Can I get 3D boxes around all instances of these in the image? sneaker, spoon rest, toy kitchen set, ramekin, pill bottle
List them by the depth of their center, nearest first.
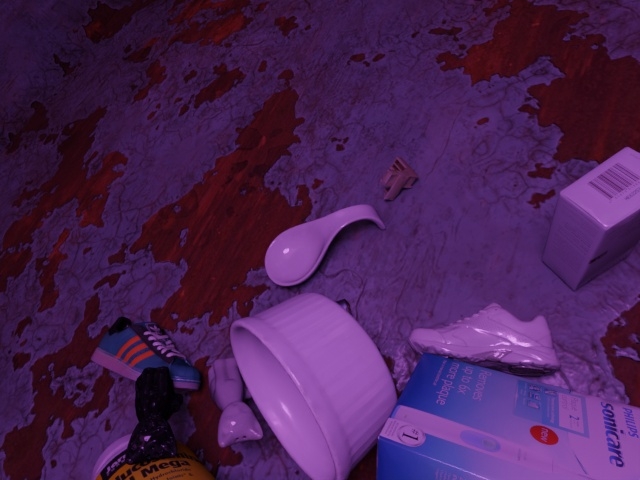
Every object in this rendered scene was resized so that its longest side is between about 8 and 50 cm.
[{"bbox_3d":[-0.012,0.215,0.644,0.135,0.277,0.277,-28,50,-29],"label":"ramekin"},{"bbox_3d":[-0.254,0.427,0.646,0.334,0.188,0.187,-1,58,54],"label":"pill bottle"},{"bbox_3d":[0.268,0.160,0.705,0.232,0.090,0.115,3,57,14],"label":"sneaker"},{"bbox_3d":[0.000,0.000,0.900,0.276,0.084,0.137,-29,55,5],"label":"spoon rest"},{"bbox_3d":[-0.371,0.239,0.906,0.302,0.108,0.121,8,70,28],"label":"sneaker"},{"bbox_3d":[0.154,-0.139,0.926,0.075,0.083,0.068,60,135,35],"label":"toy kitchen set"}]

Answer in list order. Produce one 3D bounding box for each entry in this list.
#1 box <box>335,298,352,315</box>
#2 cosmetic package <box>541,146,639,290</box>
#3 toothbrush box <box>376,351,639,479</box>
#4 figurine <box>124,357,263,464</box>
[{"bbox_3d":[-0.030,0.202,0.826,0.207,0.036,0.114,-20,56,12],"label":"box"},{"bbox_3d":[0.426,-0.020,0.640,0.117,0.231,0.085,-35,55,2],"label":"cosmetic package"},{"bbox_3d":[0.246,0.285,0.543,0.296,0.216,0.126,10,111,27],"label":"toothbrush box"},{"bbox_3d":[-0.212,0.294,0.716,0.215,0.092,0.209,-3,10,-17],"label":"figurine"}]
